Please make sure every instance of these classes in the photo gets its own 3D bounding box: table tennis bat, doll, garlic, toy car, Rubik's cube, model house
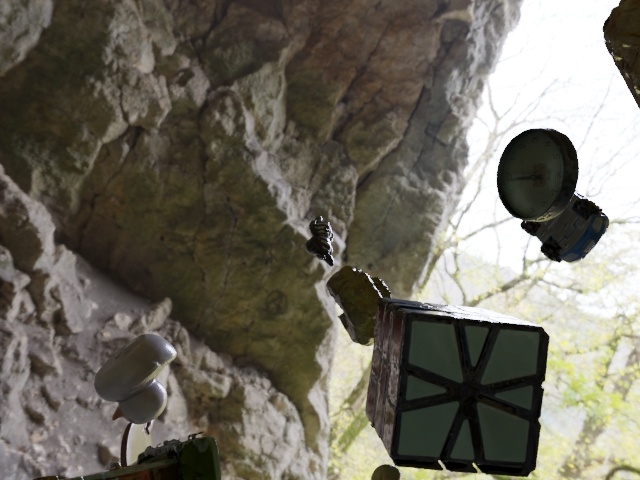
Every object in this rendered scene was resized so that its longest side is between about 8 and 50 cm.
[{"bbox_3d":[-0.590,0.667,1.755,0.038,0.200,0.310,-11,24,0],"label":"table tennis bat"},{"bbox_3d":[-0.502,0.397,1.502,0.221,0.251,0.221,39,-17,15],"label":"doll"},{"bbox_3d":[0.000,0.000,1.615,0.091,0.067,0.219,37,25,-21],"label":"doll"},{"bbox_3d":[0.119,0.443,0.981,0.053,0.041,0.083,47,30,-3],"label":"garlic"},{"bbox_3d":[0.732,-0.043,1.558,0.166,0.198,0.314,23,23,-13],"label":"toy car"},{"bbox_3d":[0.261,0.281,1.094,0.288,0.293,0.283,9,1,-6],"label":"Rubik's cube"},{"bbox_3d":[-0.315,0.420,0.714,0.313,0.242,0.357,0,-20,-37],"label":"model house"}]

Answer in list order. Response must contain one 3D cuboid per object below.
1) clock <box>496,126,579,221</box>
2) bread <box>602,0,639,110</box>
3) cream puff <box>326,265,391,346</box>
[{"bbox_3d":[0.509,-0.157,1.271,0.049,0.226,0.226,0,6,-24],"label":"clock"},{"bbox_3d":[0.400,-0.092,0.540,0.367,0.084,0.077,63,-24,9],"label":"bread"},{"bbox_3d":[0.143,0.206,1.787,0.282,0.185,0.282,61,-8,15],"label":"cream puff"}]
